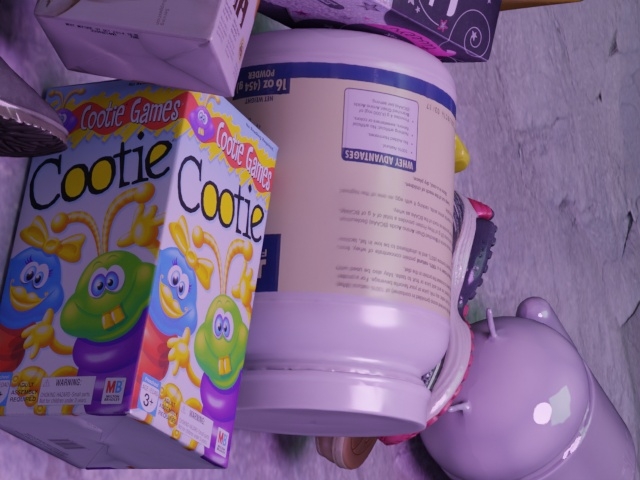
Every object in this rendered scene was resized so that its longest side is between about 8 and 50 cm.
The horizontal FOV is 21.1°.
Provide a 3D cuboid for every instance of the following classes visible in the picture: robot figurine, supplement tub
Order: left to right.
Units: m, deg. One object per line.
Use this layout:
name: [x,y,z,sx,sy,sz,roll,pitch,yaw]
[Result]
supplement tub: [0.000,0.000,1.514,0.235,0.235,0.325,25,64,-58]
robot figurine: [0.233,0.216,1.951,0.353,0.199,0.300,50,43,-47]

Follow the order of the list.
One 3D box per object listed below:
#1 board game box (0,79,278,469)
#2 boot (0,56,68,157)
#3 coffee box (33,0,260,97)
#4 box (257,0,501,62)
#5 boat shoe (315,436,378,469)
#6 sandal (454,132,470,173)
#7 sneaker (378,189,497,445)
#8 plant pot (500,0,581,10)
board game box: [-0.143,0.026,1.339,0.144,0.142,0.275,40,52,-53]
boot: [-0.247,-0.180,1.268,0.189,0.076,0.209,33,50,-58]
coffee box: [-0.106,-0.246,1.297,0.098,0.141,0.247,69,35,-67]
box: [0.027,-0.253,1.483,0.247,0.163,0.142,20,80,-43]
boat shoe: [0.018,0.079,1.686,0.109,0.098,0.302,61,32,-60]
sandal: [0.054,-0.157,1.776,0.317,0.126,0.138,28,54,-66]
sneaker: [0.094,0.076,1.831,0.112,0.121,0.299,26,60,-25]
plant pot: [0.145,-0.347,1.887,0.187,0.212,0.212,-19,103,-49]
